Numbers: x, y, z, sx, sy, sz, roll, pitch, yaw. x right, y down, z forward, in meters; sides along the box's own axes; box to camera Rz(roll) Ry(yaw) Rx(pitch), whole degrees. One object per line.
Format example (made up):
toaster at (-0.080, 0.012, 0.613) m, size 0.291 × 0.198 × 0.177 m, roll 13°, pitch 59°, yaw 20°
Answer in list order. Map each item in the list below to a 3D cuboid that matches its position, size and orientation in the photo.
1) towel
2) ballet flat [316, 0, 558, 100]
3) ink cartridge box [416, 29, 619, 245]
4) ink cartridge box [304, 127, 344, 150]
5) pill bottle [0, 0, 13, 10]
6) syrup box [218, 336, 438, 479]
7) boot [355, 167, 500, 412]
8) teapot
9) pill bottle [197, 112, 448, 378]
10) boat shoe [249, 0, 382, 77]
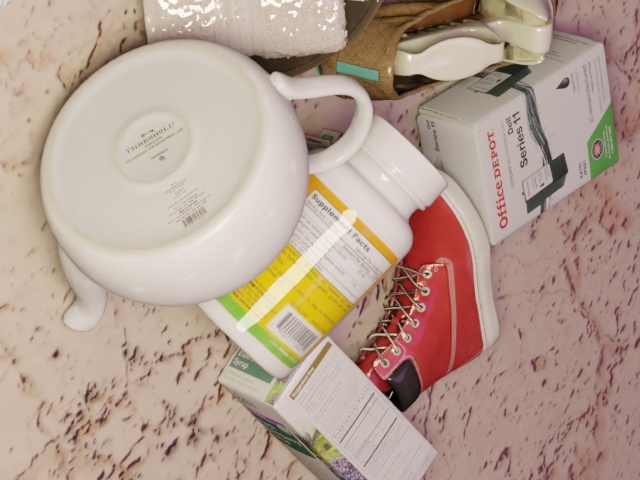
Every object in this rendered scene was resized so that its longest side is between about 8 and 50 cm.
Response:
towel at (-0.074, -0.293, 1.741) m, size 0.187 × 0.049 × 0.282 m, roll -6°, pitch 110°, yaw -2°
ballet flat at (0.153, -0.209, 1.981) m, size 0.342 × 0.124 × 0.116 m, roll -19°, pitch 120°, yaw -37°
ink cartridge box at (0.212, -0.111, 2.085) m, size 0.208 × 0.087 × 0.153 m, roll -33°, pitch 126°, yaw -30°
ink cartridge box at (0.027, -0.086, 1.947) m, size 0.115 × 0.063 × 0.029 m, roll 39°, pitch 76°, yaw -41°
pill bottle at (-0.341, -0.177, 1.553) m, size 0.215 × 0.117 × 0.117 m, roll -38°, pitch 125°, yaw -28°
syrup box at (0.010, 0.179, 1.990) m, size 0.096 × 0.093 × 0.237 m, roll -55°, pitch 131°, yaw -14°
boot at (0.091, 0.057, 2.035) m, size 0.176 × 0.088 × 0.244 m, roll -35°, pitch 127°, yaw -28°
teapot at (-0.108, -0.044, 1.736) m, size 0.187 × 0.256 × 0.253 m, roll 51°, pitch 50°, yaw -58°
pill bottle at (0.000, 0.000, 1.856) m, size 0.246 × 0.136 × 0.136 m, roll -46°, pitch 130°, yaw 0°
boat shoe at (0.030, -0.278, 1.833) m, size 0.110 × 0.104 × 0.307 m, roll 39°, pitch 107°, yaw -11°
